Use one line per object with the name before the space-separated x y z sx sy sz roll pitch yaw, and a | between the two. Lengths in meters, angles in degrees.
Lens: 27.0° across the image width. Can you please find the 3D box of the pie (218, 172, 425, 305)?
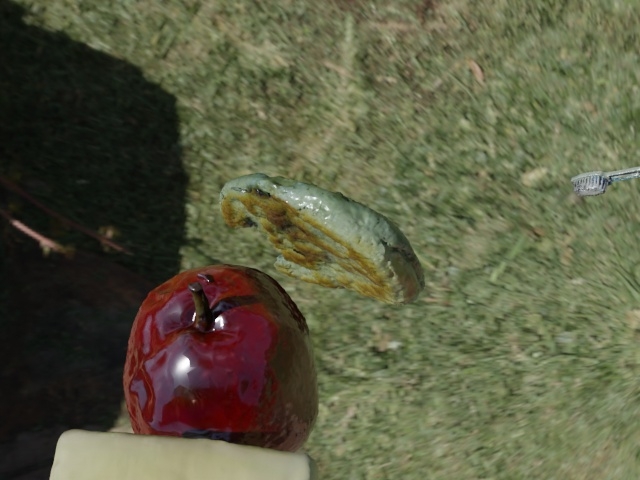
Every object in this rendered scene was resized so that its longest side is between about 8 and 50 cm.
pie | 0.006 0.001 1.750 0.302 0.302 0.067 26 73 16

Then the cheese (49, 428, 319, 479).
cheese | -0.132 0.316 1.178 0.242 0.124 0.265 3 58 6

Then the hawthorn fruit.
hawthorn fruit | -0.103 0.119 1.384 0.210 0.266 0.230 4 50 2

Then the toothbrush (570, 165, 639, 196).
toothbrush | 0.425 -0.083 1.543 0.294 0.026 0.028 -10 48 33
